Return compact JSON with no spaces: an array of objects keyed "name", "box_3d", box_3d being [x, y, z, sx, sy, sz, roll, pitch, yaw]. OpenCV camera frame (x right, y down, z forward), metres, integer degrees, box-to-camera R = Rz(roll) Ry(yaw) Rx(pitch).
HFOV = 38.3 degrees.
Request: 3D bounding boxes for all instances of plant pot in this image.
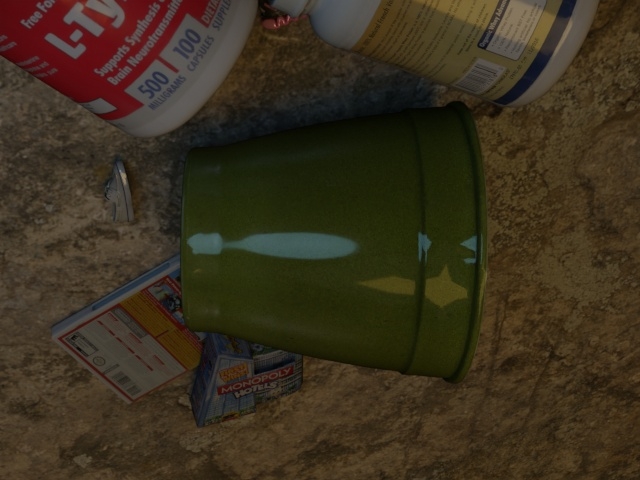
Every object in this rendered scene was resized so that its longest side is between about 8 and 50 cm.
[{"name":"plant pot","box_3d":[0.000,0.000,1.197,0.352,0.367,0.367,1,130,-3]}]

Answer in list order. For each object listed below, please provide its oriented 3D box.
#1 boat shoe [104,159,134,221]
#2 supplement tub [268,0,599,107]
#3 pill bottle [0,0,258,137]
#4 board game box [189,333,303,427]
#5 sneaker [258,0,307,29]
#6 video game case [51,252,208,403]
[{"name":"boat shoe","box_3d":[-0.271,-0.063,1.229,0.035,0.035,0.100,-11,138,-13]},{"name":"supplement tub","box_3d":[0.121,-0.296,1.011,0.316,0.228,0.228,17,123,-14]},{"name":"pill bottle","box_3d":[-0.277,-0.292,0.901,0.229,0.229,0.407,-43,129,19]},{"name":"board game box","box_3d":[-0.115,0.202,1.462,0.194,0.060,0.194,-14,142,-13]},{"name":"sneaker","box_3d":[-0.022,-0.299,1.111,0.119,0.047,0.057,-20,121,-3]},{"name":"video game case","box_3d":[-0.233,0.128,1.410,0.285,0.025,0.204,-29,132,7]}]
